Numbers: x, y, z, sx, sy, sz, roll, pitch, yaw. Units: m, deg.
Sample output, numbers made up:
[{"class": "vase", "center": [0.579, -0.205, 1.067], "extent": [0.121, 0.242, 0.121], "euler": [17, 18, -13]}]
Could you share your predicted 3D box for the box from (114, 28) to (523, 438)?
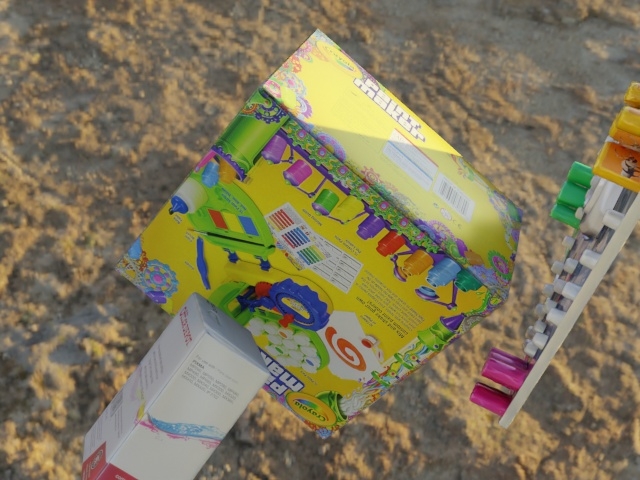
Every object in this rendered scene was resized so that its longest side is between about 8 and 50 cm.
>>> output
[{"class": "box", "center": [0.000, 0.000, 0.877], "extent": [0.290, 0.279, 0.177], "euler": [41, 34, -8]}]

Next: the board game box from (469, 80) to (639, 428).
[{"class": "board game box", "center": [0.277, -0.066, 0.835], "extent": [0.050, 0.390, 0.390], "euler": [25, 47, 11]}]

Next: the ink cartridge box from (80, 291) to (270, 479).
[{"class": "ink cartridge box", "center": [-0.130, 0.147, 0.749], "extent": [0.072, 0.175, 0.127], "euler": [37, 2, -17]}]
